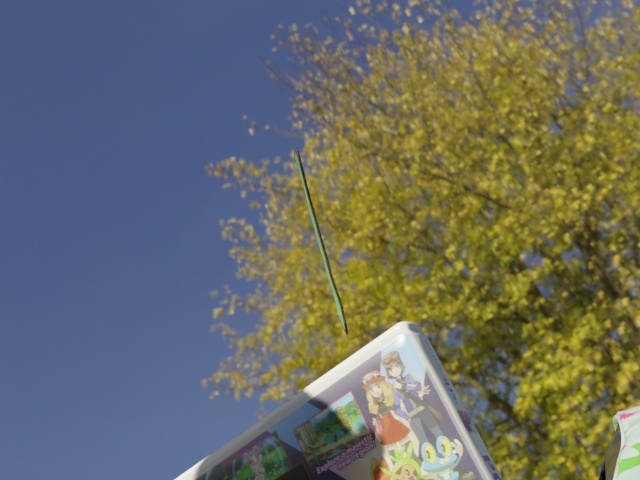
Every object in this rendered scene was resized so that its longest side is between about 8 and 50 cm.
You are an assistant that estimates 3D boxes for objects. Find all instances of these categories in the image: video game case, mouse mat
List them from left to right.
[{"bbox_3d":[0.000,0.000,0.975,0.007,0.152,0.190,-17,-89,-1],"label":"mouse mat"},{"bbox_3d":[0.009,0.169,0.466,0.201,0.183,0.023,-38,-28,22],"label":"video game case"}]

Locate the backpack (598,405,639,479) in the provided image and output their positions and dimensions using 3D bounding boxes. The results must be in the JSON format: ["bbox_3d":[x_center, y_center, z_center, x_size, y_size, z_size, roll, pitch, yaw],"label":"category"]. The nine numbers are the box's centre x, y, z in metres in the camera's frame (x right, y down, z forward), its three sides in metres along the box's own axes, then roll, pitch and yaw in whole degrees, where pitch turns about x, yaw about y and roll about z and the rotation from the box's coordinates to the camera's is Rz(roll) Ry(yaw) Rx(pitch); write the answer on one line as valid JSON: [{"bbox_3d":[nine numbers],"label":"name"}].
[{"bbox_3d":[0.228,0.178,0.454,0.191,0.225,0.253,-18,-2,10],"label":"backpack"}]
